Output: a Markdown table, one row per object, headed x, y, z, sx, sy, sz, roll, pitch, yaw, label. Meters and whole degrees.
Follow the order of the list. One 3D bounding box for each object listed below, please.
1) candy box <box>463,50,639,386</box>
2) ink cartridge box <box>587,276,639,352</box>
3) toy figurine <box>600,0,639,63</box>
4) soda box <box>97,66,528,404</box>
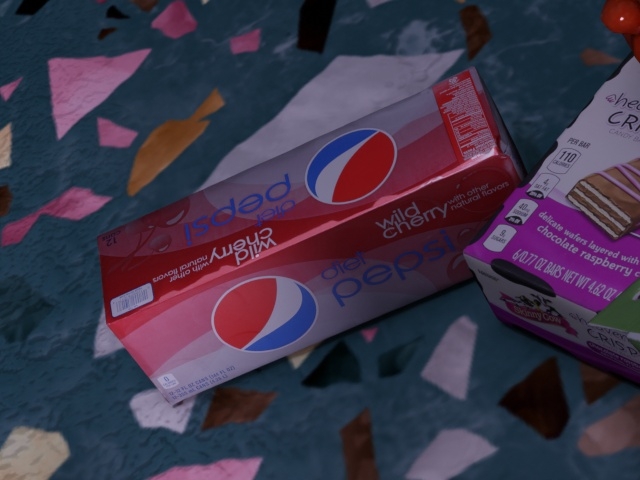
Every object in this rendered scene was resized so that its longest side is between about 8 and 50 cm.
| x | y | z | sx | sy | sz | roll | pitch | yaw | label |
| --- | --- | --- | --- | --- | --- | --- | --- | --- | --- |
| 0.216 | -0.032 | 0.969 | 0.159 | 0.071 | 0.233 | 25 | 66 | 41 | candy box |
| 0.215 | 0.035 | 0.793 | 0.109 | 0.062 | 0.209 | -42 | 9 | -7 | ink cartridge box |
| 0.240 | -0.176 | 0.883 | 0.209 | 0.213 | 0.148 | -18 | 32 | 5 | toy figurine |
| 0.000 | 0.000 | 1.048 | 0.263 | 0.092 | 0.083 | -24 | 43 | 10 | soda box |
